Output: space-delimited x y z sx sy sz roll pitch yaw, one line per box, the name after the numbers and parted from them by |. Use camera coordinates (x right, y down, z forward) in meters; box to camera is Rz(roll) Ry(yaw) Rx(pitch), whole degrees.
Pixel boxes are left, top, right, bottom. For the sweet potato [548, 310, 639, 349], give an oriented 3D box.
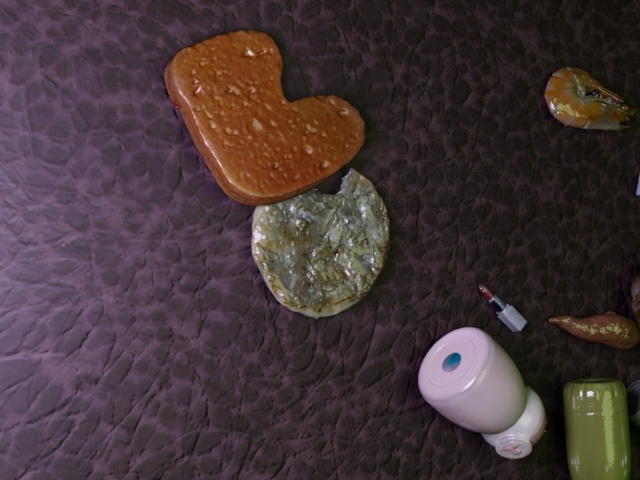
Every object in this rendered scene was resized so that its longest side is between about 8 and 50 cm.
0.511 0.159 2.058 0.226 0.068 0.068 11 82 -28 | sweet potato

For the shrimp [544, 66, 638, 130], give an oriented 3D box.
0.499 -0.256 2.084 0.217 0.051 0.115 7 82 -27 | shrimp

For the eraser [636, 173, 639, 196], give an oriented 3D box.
0.706 -0.096 2.190 0.225 0.052 0.096 21 75 -27 | eraser

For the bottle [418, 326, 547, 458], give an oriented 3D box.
0.283 0.263 1.881 0.236 0.147 0.148 43 68 -29 | bottle

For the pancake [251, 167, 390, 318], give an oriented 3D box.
0.000 0.000 1.791 0.253 0.037 0.254 2 86 -29 | pancake

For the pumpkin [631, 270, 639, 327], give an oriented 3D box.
0.722 0.098 2.125 0.317 0.139 0.222 6 78 -33 | pumpkin

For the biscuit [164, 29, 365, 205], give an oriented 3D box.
-0.082 -0.198 1.737 0.262 0.052 0.277 -33 95 -28 | biscuit

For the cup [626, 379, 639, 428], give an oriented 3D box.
0.629 0.316 2.091 0.141 0.120 0.120 31 72 -15 | cup

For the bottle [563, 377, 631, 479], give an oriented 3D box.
0.488 0.375 2.003 0.112 0.112 0.260 -3 89 -30 | bottle

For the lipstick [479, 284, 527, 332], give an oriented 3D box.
0.310 0.114 1.967 0.107 0.025 0.025 45 67 -15 | lipstick
